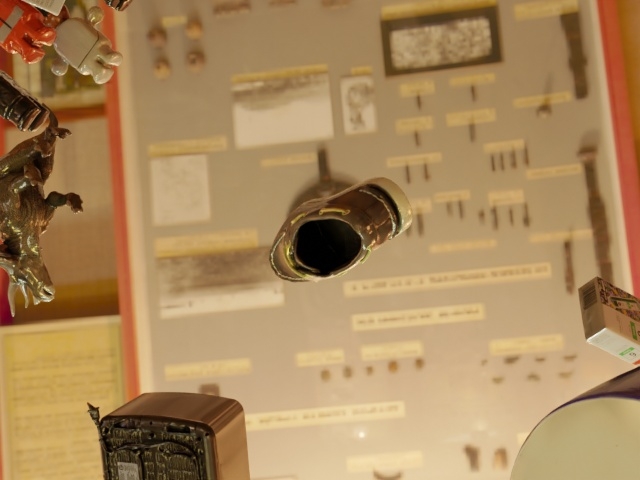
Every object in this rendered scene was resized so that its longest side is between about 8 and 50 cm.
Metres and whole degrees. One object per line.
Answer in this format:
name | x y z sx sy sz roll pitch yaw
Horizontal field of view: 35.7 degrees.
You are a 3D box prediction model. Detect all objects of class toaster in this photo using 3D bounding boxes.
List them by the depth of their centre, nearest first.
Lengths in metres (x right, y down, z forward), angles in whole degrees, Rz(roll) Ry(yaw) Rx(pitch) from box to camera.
toaster | -0.187 0.279 1.256 0.168 0.186 0.110 0 -168 20

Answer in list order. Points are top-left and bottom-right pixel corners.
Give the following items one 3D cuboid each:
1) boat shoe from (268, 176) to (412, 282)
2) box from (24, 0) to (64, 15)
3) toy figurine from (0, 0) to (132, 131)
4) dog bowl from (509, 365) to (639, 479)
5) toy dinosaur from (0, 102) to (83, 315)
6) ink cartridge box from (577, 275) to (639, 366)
boat shoe | 0.000 0.000 1.006 0.068 0.081 0.227 -36 -177 -34
box | -0.246 -0.262 0.730 0.103 0.114 0.203 19 -163 -41
toy figurine | -0.346 -0.265 1.211 0.209 0.148 0.213 -44 170 -33
dog bowl | 0.256 0.214 0.670 0.104 0.265 0.265 -13 179 -35
toy dinosaur | -0.416 -0.072 1.374 0.160 0.314 0.121 -31 148 24
ink cartridge box | 0.300 0.085 0.954 0.115 0.063 0.029 25 135 -23
